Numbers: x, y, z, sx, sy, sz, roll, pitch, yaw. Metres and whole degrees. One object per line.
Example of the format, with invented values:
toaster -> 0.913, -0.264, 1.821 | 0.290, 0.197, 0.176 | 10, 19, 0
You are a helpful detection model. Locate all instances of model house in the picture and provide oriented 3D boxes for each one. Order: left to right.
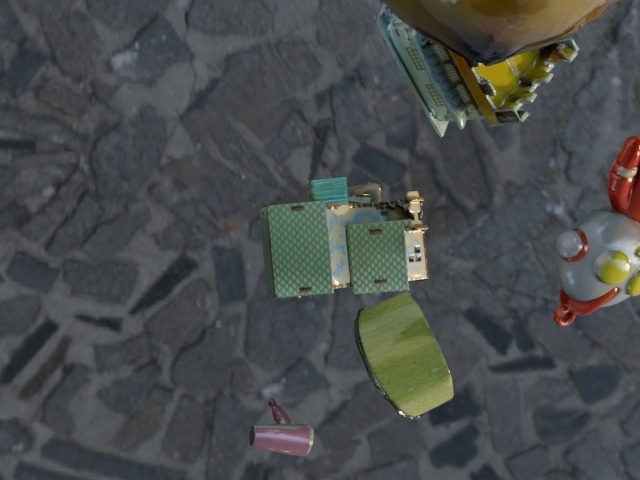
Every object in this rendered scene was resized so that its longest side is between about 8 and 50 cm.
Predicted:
model house -> 0.000, 0.000, 1.568 | 0.206, 0.271, 0.178 | -7, 94, -44
model house -> 0.223, -0.292, 1.615 | 0.198, 0.215, 0.224 | -50, 120, -29

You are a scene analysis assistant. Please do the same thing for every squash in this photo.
squash -> 0.163, 0.192, 1.891 | 0.133, 0.220, 0.220 | -31, 118, 15

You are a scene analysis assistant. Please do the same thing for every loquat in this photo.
loquat -> 0.086, -0.162, 0.541 | 0.163, 0.163, 0.137 | 30, 111, -22

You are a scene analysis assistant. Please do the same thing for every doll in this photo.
doll -> 0.404, -0.024, 1.392 | 0.200, 0.105, 0.336 | 24, 109, -39

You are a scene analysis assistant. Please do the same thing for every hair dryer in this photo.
hair dryer -> -0.075, 0.324, 1.914 | 0.106, 0.154, 0.054 | 10, 106, -11
